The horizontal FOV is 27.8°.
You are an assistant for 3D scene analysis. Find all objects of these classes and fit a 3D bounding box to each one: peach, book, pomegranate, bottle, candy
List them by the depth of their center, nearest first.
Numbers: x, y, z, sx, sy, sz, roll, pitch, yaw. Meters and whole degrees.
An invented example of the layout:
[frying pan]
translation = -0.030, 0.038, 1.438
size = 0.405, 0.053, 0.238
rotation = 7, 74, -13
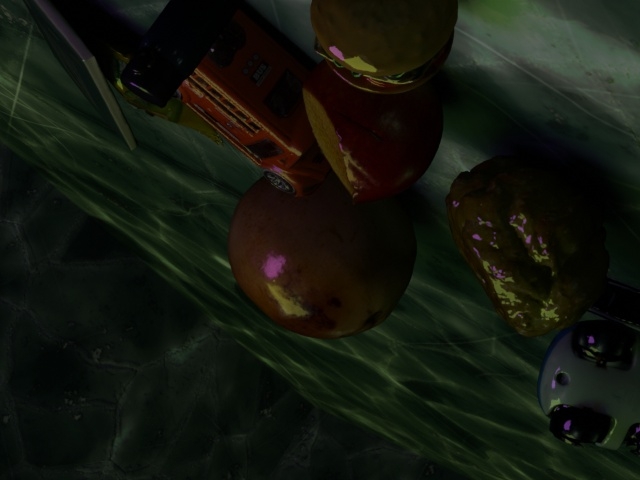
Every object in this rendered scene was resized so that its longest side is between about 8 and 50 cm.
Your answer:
[bottle]
translation = -0.147, -0.268, 1.528
size = 0.072, 0.244, 0.082
rotation = 27, 166, 21
[peach]
translation = 0.055, -0.143, 1.617
size = 0.190, 0.192, 0.190
rotation = 26, 153, 14
[pomegranate]
translation = 0.000, 0.000, 2.065
size = 0.319, 0.319, 0.319
rotation = 31, 166, 9
[candy]
translation = -0.286, -0.261, 2.205
size = 0.187, 0.081, 0.297
rotation = 25, 170, 27
[book]
translation = -0.432, -0.322, 2.248
size = 0.264, 0.031, 0.379
rotation = 51, 172, 16

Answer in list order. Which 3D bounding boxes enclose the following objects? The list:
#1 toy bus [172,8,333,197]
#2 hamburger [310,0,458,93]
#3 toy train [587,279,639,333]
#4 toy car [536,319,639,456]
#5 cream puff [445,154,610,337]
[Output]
[toy bus]
translation = -0.087, -0.206, 1.820
size = 0.329, 0.143, 0.153
rotation = 41, 162, -20
[hamburger]
translation = 0.067, -0.234, 1.366
size = 0.162, 0.162, 0.115
rotation = 30, 167, 12
[toy train]
translation = 0.462, 0.109, 1.839
size = 0.252, 0.055, 0.048
rotation = 24, 163, 34
[toy car]
translation = 0.444, 0.212, 1.938
size = 0.255, 0.189, 0.190
rotation = 11, -171, -9
[cream puff]
translation = 0.261, 0.004, 1.633
size = 0.196, 0.244, 0.244
rotation = -20, 136, 26
